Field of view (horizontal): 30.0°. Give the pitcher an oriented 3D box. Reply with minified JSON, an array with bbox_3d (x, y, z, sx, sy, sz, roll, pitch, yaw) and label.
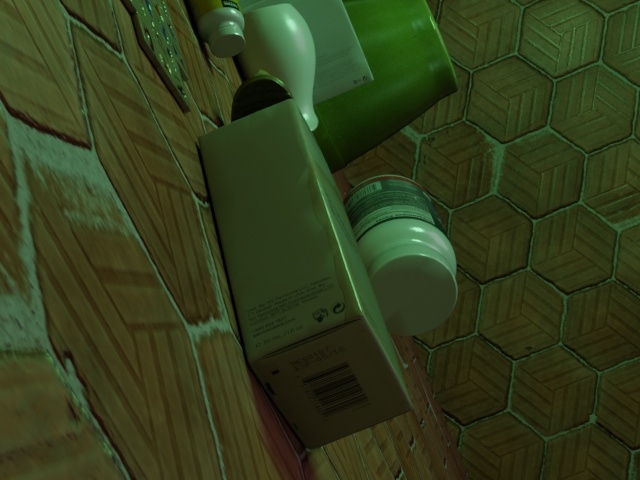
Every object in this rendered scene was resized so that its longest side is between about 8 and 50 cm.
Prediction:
[{"bbox_3d":[-0.063,-0.274,1.952,0.178,0.126,0.207,-77,153,-84],"label":"pitcher"}]

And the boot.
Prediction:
[{"bbox_3d":[-0.072,-0.160,1.593,0.269,0.089,0.236,-103,-178,-57],"label":"boot"}]

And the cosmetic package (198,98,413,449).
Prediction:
[{"bbox_3d":[-0.020,0.026,1.159,0.160,0.113,0.309,62,9,-46],"label":"cosmetic package"}]

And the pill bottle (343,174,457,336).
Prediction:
[{"bbox_3d":[0.150,0.028,2.329,0.363,0.210,0.210,-101,167,-65],"label":"pill bottle"}]

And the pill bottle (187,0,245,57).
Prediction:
[{"bbox_3d":[-0.138,-0.301,1.589,0.065,0.065,0.116,58,11,-61],"label":"pill bottle"}]

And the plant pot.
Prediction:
[{"bbox_3d":[0.085,-0.351,2.474,0.366,0.353,0.366,-22,90,-85],"label":"plant pot"}]

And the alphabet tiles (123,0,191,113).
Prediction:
[{"bbox_3d":[-0.183,-0.251,1.235,0.198,0.009,0.237,60,9,-56],"label":"alphabet tiles"}]

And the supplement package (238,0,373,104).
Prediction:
[{"bbox_3d":[-0.038,-0.348,2.080,0.149,0.194,0.203,-100,167,-70],"label":"supplement package"}]
